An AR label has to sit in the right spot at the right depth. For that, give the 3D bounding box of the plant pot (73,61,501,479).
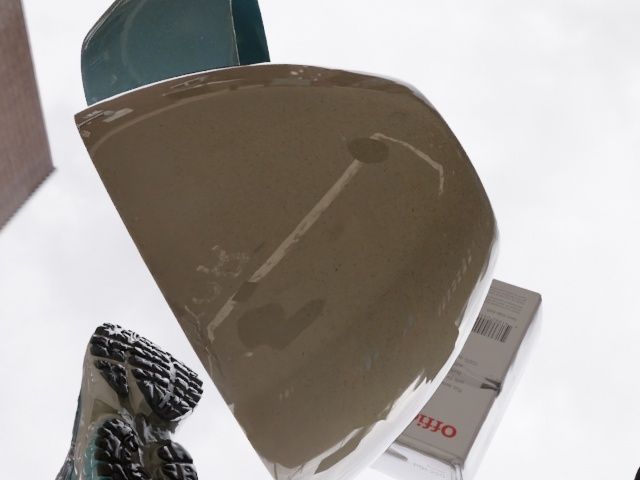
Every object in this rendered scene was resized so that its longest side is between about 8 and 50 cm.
[{"bbox_3d":[0.000,0.000,0.650,0.191,0.284,0.284,-30,-118,-4],"label":"plant pot"}]

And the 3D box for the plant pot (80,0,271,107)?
[{"bbox_3d":[-0.168,-0.194,1.214,0.195,0.290,0.290,-8,-124,6],"label":"plant pot"}]

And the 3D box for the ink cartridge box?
[{"bbox_3d":[0.115,0.137,1.051,0.158,0.092,0.218,18,-126,23],"label":"ink cartridge box"}]

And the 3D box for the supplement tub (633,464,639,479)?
[{"bbox_3d":[0.365,0.232,0.858,0.198,0.106,0.106,5,-139,48],"label":"supplement tub"}]

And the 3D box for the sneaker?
[{"bbox_3d":[-0.171,0.168,0.825,0.110,0.122,0.283,33,-164,-16],"label":"sneaker"}]
